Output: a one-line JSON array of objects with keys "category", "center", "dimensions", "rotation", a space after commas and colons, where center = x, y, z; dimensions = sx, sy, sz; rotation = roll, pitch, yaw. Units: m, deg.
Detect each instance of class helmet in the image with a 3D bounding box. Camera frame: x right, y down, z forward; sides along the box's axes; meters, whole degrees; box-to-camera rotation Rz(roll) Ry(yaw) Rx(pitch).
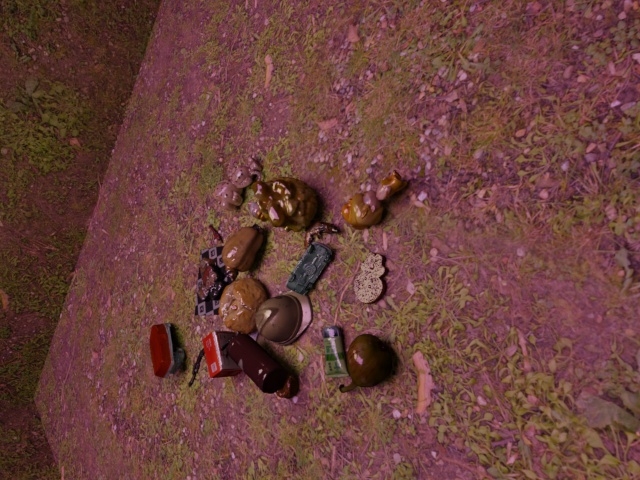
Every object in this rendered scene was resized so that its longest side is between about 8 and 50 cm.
[{"category": "helmet", "center": [-0.168, 0.291, 1.694], "dimensions": [0.257, 0.137, 0.204], "rotation": [-43, 54, 27]}]

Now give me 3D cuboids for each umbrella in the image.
[{"category": "umbrella", "center": [-0.519, -0.034, 2.178], "dimensions": [0.165, 0.025, 0.027], "rotation": [45, 133, 42]}]

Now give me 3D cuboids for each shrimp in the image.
[{"category": "shrimp", "center": [-0.003, -0.001, 1.676], "dimensions": [0.195, 0.035, 0.147], "rotation": [12, 86, 51]}]

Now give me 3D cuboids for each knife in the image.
[{"category": "knife", "center": [-0.590, 0.596, 2.096], "dimensions": [0.045, 0.021, 0.222], "rotation": [36, 104, 39]}]

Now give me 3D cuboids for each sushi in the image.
[{"category": "sushi", "center": [-0.527, 0.188, 2.100], "dimensions": [0.320, 0.069, 0.339], "rotation": [-8, 75, 42]}]

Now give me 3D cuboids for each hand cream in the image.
[{"category": "hand cream", "center": [0.047, 0.385, 1.534], "dimensions": [0.095, 0.046, 0.175], "rotation": [-16, 72, 34]}]

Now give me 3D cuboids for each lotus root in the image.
[{"category": "lotus root", "center": [-0.335, 0.044, 1.904], "dimensions": [0.140, 0.154, 0.257], "rotation": [30, 83, 40]}]

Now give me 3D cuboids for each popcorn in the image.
[{"category": "popcorn", "center": [-0.146, -0.148, 1.702], "dimensions": [0.206, 0.251, 0.237], "rotation": [-54, 37, 24]}]

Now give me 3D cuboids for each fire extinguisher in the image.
[{"category": "fire extinguisher", "center": [-0.272, 0.456, 1.696], "dimensions": [0.337, 0.114, 0.135], "rotation": [29, 86, 46]}]

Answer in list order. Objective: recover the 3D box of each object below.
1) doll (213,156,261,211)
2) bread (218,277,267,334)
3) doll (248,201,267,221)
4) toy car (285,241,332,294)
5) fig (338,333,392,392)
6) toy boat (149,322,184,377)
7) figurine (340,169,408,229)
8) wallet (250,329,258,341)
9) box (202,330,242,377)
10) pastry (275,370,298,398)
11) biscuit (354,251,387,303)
[{"category": "doll", "center": [-0.383, -0.261, 2.054], "dimensions": [0.278, 0.119, 0.154], "rotation": [-40, 56, 18]}, {"category": "bread", "center": [-0.336, 0.268, 1.854], "dimensions": [0.244, 0.134, 0.244], "rotation": [-13, 69, 39]}, {"category": "doll", "center": [-0.268, -0.138, 1.945], "dimensions": [0.084, 0.073, 0.127], "rotation": [-40, 52, -12]}, {"category": "toy car", "center": [-0.044, 0.099, 1.658], "dimensions": [0.224, 0.090, 0.076], "rotation": [-57, 15, 17]}, {"category": "fig", "center": [0.117, 0.419, 1.397], "dimensions": [0.259, 0.151, 0.151], "rotation": [-56, 49, 23]}, {"category": "toy boat", "center": [-0.767, 0.530, 2.215], "dimensions": [0.145, 0.133, 0.332], "rotation": [-61, 37, 20]}, {"category": "figurine", "center": [0.177, -0.131, 1.486], "dimensions": [0.246, 0.131, 0.156], "rotation": [-41, 21, 30]}, {"category": "wallet", "center": [-0.277, 0.389, 1.859], "dimensions": [0.044, 0.011, 0.083], "rotation": [17, 91, 44]}, {"category": "box", "center": [-0.410, 0.481, 1.878], "dimensions": [0.099, 0.133, 0.182], "rotation": [-38, 55, 29]}, {"category": "pastry", "center": [-0.131, 0.542, 1.655], "dimensions": [0.109, 0.057, 0.097], "rotation": [-53, 49, 18]}, {"category": "biscuit", "center": [0.174, 0.129, 1.490], "dimensions": [0.124, 0.026, 0.175], "rotation": [16, 92, 43]}]
